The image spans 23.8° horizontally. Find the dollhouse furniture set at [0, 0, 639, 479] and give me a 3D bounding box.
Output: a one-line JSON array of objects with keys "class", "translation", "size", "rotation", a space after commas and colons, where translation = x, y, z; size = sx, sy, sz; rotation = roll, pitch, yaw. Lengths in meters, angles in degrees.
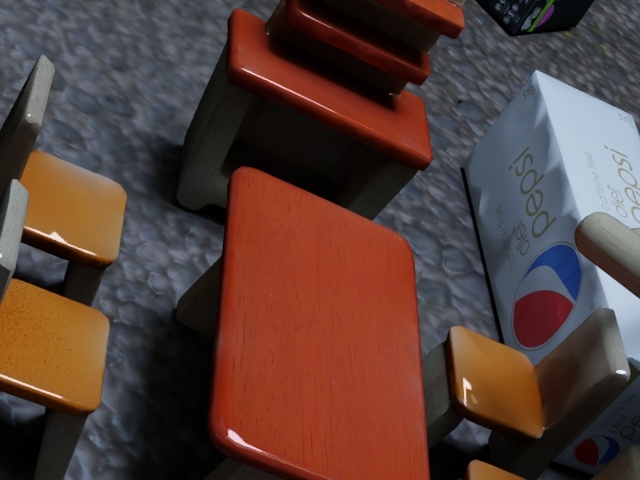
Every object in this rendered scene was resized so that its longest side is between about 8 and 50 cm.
[{"class": "dollhouse furniture set", "translation": [0.000, 0.000, 0.587], "size": [0.262, 0.135, 0.259], "rotation": [24, 35, -19]}]

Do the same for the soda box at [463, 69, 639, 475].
[{"class": "soda box", "translation": [0.131, 0.014, 0.748], "size": [0.069, 0.074, 0.216], "rotation": [21, 36, -22]}]

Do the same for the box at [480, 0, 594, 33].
[{"class": "box", "translation": [0.150, -0.179, 1.019], "size": [0.052, 0.062, 0.083], "rotation": [49, 34, 20]}]

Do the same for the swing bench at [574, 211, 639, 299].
[{"class": "swing bench", "translation": [0.280, 0.039, 0.574], "size": [0.253, 0.165, 0.255], "rotation": [-6, 56, -48]}]
